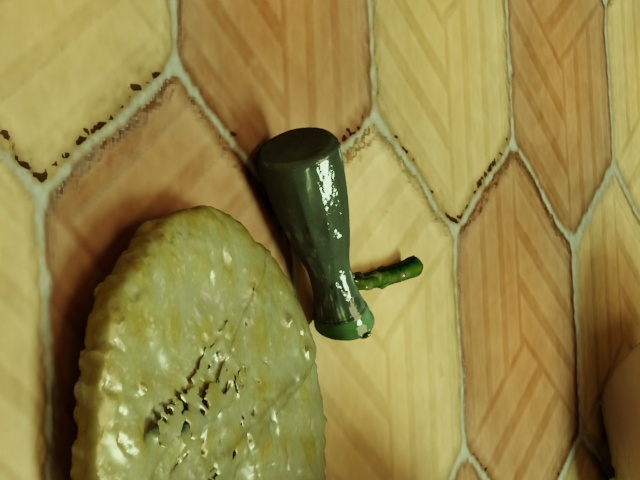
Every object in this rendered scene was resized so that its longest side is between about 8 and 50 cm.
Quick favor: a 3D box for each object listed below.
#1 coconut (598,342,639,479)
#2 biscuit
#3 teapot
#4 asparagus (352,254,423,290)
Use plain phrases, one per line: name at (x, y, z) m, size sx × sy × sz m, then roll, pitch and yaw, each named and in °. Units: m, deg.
coconut at (0.314, 0.141, 1.394) m, size 0.224 × 0.224 × 0.234 m, roll 55°, pitch 11°, yaw -46°
biscuit at (-0.048, 0.091, 0.858) m, size 0.220 × 0.033 × 0.219 m, roll -4°, pitch 90°, yaw -65°
teapot at (0.000, 0.000, 0.962) m, size 0.043 × 0.043 × 0.110 m, roll -56°, pitch 138°, yaw -52°
asparagus at (0.030, 0.019, 1.047) m, size 0.015 × 0.014 × 0.114 m, roll 54°, pitch 23°, yaw 12°
